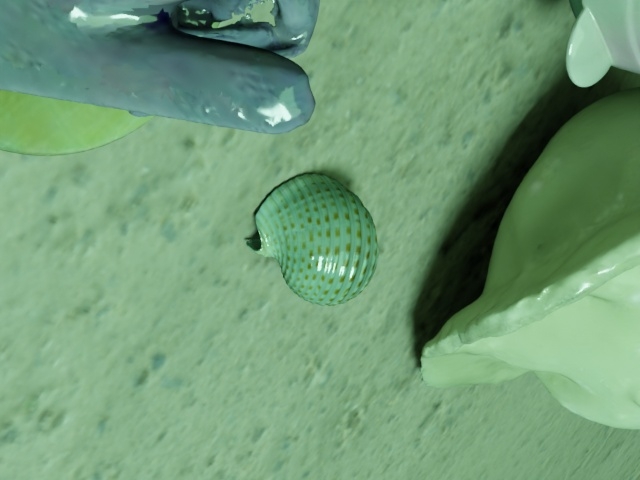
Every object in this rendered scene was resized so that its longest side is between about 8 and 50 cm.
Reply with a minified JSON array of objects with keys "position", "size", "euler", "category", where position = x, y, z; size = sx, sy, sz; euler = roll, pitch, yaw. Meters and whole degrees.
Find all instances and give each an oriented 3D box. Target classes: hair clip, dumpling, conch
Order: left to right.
[{"position":[-0.121,-0.073,0.307],"size":[0.279,0.090,0.137],"euler":[-6,112,-18],"category":"hair clip"},{"position":[0.004,0.001,0.625],"size":[0.085,0.057,0.076],"euler":[12,97,-53],"category":"conch"},{"position":[0.219,0.030,0.812],"size":[0.316,0.233,0.395],"euler":[-27,164,18],"category":"dumpling"}]

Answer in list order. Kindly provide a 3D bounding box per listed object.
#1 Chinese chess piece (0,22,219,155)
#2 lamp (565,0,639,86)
[{"position":[-0.104,-0.103,0.413],"size":[0.144,0.058,0.144],"euler":[-27,138,-28],"category":"Chinese chess piece"},{"position":[0.224,-0.213,0.643],"size":[0.180,0.108,0.246],"euler":[-13,127,-48],"category":"lamp"}]
